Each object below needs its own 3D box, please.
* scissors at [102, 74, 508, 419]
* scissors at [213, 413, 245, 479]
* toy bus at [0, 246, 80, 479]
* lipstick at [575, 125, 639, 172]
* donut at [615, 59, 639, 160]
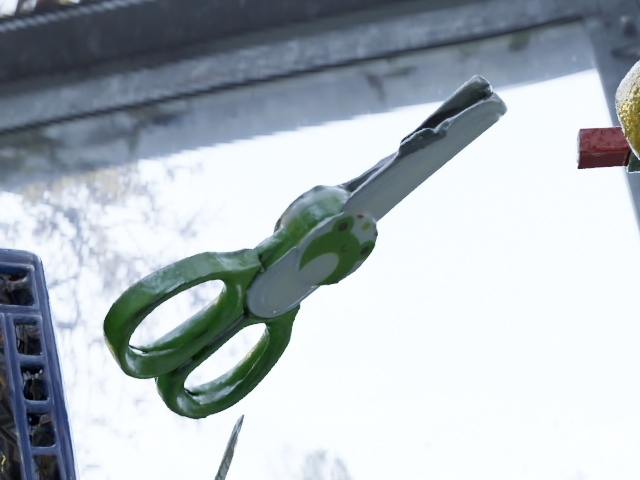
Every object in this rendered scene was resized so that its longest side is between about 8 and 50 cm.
[{"bbox_3d":[0.000,0.000,0.653,0.204,0.027,0.101,-39,-34,-1],"label":"scissors"},{"bbox_3d":[-0.144,0.347,1.795,0.022,0.300,0.109,1,-31,31],"label":"scissors"},{"bbox_3d":[-0.162,0.148,0.613,0.133,0.292,0.125,1,-30,-29],"label":"toy bus"},{"bbox_3d":[0.369,-0.093,1.355,0.312,0.051,0.051,-5,-37,-17],"label":"lipstick"},{"bbox_3d":[0.302,-0.095,1.211,0.152,0.152,0.058,33,-51,-27],"label":"donut"}]
